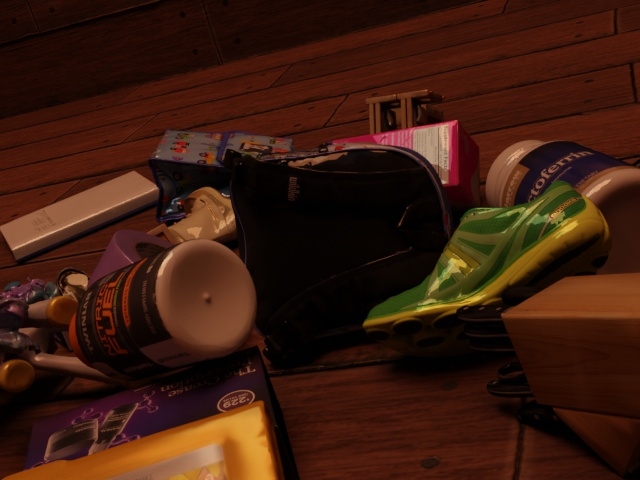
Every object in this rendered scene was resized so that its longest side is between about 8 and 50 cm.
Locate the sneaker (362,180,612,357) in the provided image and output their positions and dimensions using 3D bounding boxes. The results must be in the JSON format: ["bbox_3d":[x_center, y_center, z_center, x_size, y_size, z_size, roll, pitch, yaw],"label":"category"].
[{"bbox_3d":[0.181,0.037,1.072,0.295,0.109,0.124,-30,43,21],"label":"sneaker"}]

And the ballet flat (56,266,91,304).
[{"bbox_3d":[-0.325,0.097,1.390,0.074,0.074,0.203,-30,44,-28],"label":"ballet flat"}]

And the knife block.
[{"bbox_3d":[0.229,0.076,0.869,0.088,0.276,0.242,-28,53,-24],"label":"knife block"}]

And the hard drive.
[{"bbox_3d":[-0.513,-0.056,2.038,0.318,0.040,0.210,-25,22,-18],"label":"hard drive"}]

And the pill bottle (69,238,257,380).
[{"bbox_3d":[-0.191,0.088,1.080,0.245,0.130,0.130,-21,12,47],"label":"pill bottle"}]

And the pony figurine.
[{"bbox_3d":[-0.459,0.142,1.261,0.363,0.303,0.351,-5,-8,38],"label":"pony figurine"}]

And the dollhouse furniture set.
[{"bbox_3d":[0.184,-0.193,1.768,0.128,0.129,0.183,-4,-5,30],"label":"dollhouse furniture set"}]

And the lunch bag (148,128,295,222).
[{"bbox_3d":[-0.175,-0.141,1.909,0.293,0.138,0.221,-4,21,1],"label":"lunch bag"}]

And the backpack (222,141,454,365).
[{"bbox_3d":[0.039,-0.005,1.220,0.263,0.277,0.213,-7,10,18],"label":"backpack"}]

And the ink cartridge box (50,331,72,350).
[{"bbox_3d":[-0.327,0.095,1.510,0.207,0.046,0.097,-30,23,-26],"label":"ink cartridge box"}]

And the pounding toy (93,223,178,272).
[{"bbox_3d":[-0.236,0.058,1.434,0.130,0.141,0.100,-34,-2,-35],"label":"pounding toy"}]

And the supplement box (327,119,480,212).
[{"bbox_3d":[0.129,-0.101,1.494,0.220,0.114,0.111,-5,-20,25],"label":"supplement box"}]

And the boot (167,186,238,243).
[{"bbox_3d":[-0.234,-0.021,1.687,0.165,0.077,0.213,-30,27,-24],"label":"boot"}]

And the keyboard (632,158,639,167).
[{"bbox_3d":[0.472,-0.094,1.391,0.192,0.038,0.100,-33,2,-32],"label":"keyboard"}]

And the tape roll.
[{"bbox_3d":[-0.210,0.068,1.284,0.080,0.189,0.189,-58,19,11],"label":"tape roll"}]

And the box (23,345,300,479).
[{"bbox_3d":[-0.164,0.226,0.986,0.261,0.103,0.184,-19,24,-4],"label":"box"}]

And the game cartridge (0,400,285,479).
[{"bbox_3d":[-0.173,0.290,0.770,0.323,0.053,0.285,-16,42,-1],"label":"game cartridge"}]

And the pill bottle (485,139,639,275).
[{"bbox_3d":[0.316,-0.040,1.194,0.153,0.153,0.265,-21,20,-8],"label":"pill bottle"}]
